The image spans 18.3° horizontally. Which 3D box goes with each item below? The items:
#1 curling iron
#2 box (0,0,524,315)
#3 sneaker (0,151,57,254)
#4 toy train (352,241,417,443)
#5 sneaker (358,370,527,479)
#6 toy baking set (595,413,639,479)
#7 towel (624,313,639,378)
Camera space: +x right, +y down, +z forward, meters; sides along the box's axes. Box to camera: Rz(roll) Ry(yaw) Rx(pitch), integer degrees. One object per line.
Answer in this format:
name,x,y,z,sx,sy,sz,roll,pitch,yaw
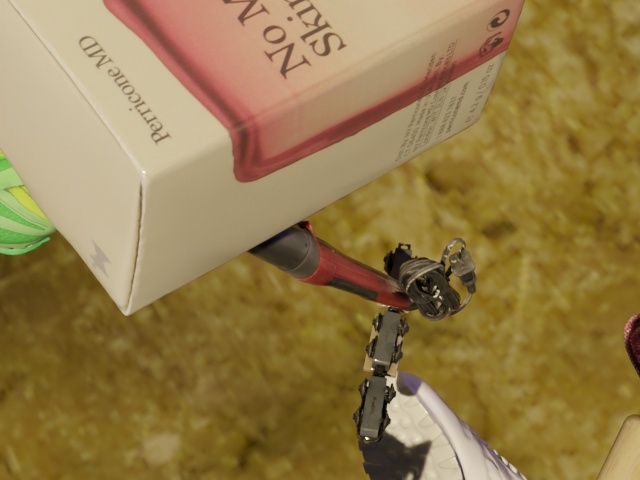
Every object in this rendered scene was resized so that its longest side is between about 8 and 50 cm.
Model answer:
curling iron,0.000,0.000,1.222,0.274,0.035,0.068,20,128,-43
box,-0.038,-0.097,0.980,0.232,0.149,0.127,-30,158,-26
sneaker,-0.172,-0.059,1.223,0.295,0.109,0.123,-4,157,11
toy train,0.046,0.070,1.375,0.027,0.158,0.036,10,146,3
sneaker,0.115,0.197,1.580,0.095,0.090,0.235,-42,105,-45
toy baking set,0.177,0.119,0.660,0.256,0.196,0.030,-69,158,2
towel,0.313,0.120,1.105,0.037,0.237,0.329,-47,158,28
